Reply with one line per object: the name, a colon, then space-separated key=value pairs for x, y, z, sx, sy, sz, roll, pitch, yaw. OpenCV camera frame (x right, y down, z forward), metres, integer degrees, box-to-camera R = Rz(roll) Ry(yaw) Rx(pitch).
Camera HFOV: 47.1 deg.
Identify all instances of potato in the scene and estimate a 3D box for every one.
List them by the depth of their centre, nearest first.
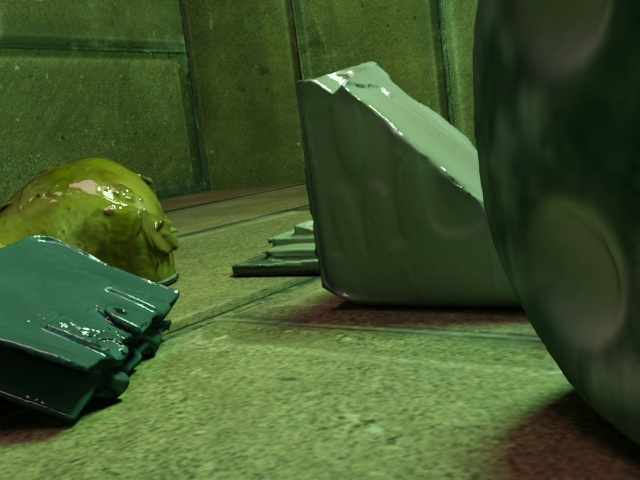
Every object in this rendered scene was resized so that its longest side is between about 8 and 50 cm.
potato: x=-0.365 y=-0.011 z=1.028 sx=0.299 sy=0.196 sz=0.246 roll=-14 pitch=9 yaw=-32

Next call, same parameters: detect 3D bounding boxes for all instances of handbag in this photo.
handbag: x=-0.221 y=0.065 z=0.620 sx=0.179 sy=0.062 sz=0.229 roll=18 pitch=12 yaw=4

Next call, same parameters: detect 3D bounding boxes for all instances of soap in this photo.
soap: x=0.135 y=-0.068 z=0.734 sx=0.302 sy=0.258 sz=0.159 roll=-2 pitch=8 yaw=31

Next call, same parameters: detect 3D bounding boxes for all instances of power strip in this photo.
power strip: x=0.000 y=0.000 z=1.068 sx=0.213 sy=0.065 sz=0.198 roll=-2 pitch=11 yaw=30

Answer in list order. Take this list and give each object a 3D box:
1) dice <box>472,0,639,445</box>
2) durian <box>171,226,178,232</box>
dice: x=0.293 y=-0.080 z=0.351 sx=0.330 sy=0.348 sz=0.328 roll=-11 pitch=10 yaw=-20
durian: x=-0.376 y=-0.011 z=1.394 sx=0.139 sy=0.101 sz=0.250 roll=30 pitch=14 yaw=6
